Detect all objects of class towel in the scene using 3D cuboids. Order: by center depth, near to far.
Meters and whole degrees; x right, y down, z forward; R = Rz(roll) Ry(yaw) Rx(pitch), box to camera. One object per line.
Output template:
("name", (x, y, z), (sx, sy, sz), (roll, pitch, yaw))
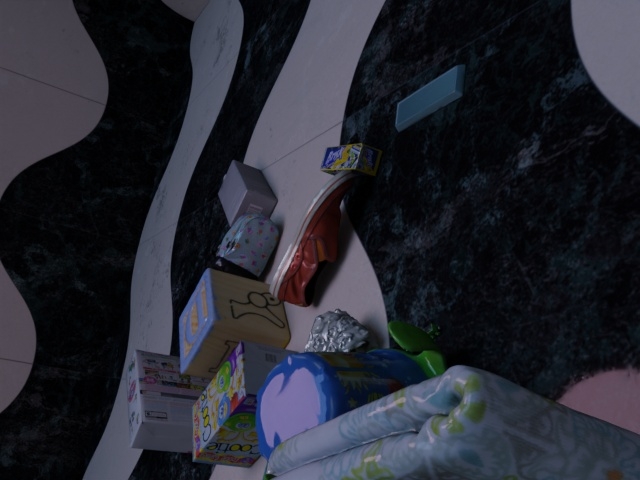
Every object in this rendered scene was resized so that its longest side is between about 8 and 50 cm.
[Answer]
("towel", (0.153, 0.255, 0.656), (0.374, 0.321, 0.090), (-41, 34, 47))

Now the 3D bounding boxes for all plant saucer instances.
("plant saucer", (0.204, -0.271, 1.218), (0.192, 0.018, 0.067), (-23, 54, 58))

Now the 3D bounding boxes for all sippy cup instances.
("sippy cup", (0.035, 0.260, 0.931), (0.240, 0.224, 0.305), (3, 77, 47))

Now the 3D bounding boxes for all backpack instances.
("backpack", (-0.188, 0.016, 1.685), (0.115, 0.152, 0.182), (14, 74, 58))

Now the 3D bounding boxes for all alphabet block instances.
("alphabet block", (-0.211, 0.211, 1.526), (0.193, 0.197, 0.192), (-56, 30, 29))

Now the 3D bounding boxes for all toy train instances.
("toy train", (0.162, 0.158, 1.029), (0.083, 0.024, 0.017), (-46, 37, 42))

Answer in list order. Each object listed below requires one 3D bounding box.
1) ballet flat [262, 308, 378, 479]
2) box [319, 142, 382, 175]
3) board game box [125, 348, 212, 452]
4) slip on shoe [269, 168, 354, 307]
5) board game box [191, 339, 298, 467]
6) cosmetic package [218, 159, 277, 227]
("ballet flat", (0.001, 0.326, 1.133), (0.147, 0.147, 0.408), (11, 85, 64))
("box", (0.063, -0.173, 1.388), (0.169, 0.054, 0.059), (11, 84, 63))
("board game box", (-0.399, 0.433, 1.725), (0.097, 0.224, 0.303), (-66, 26, 19))
("slip on shoe", (0.000, 0.000, 1.359), (0.331, 0.101, 0.123), (-64, -12, 18))
("board game box", (-0.166, 0.366, 1.401), (0.275, 0.144, 0.142), (-54, 32, 34))
("cosmetic package", (-0.218, -0.128, 1.858), (0.127, 0.107, 0.238), (-62, 25, 20))
